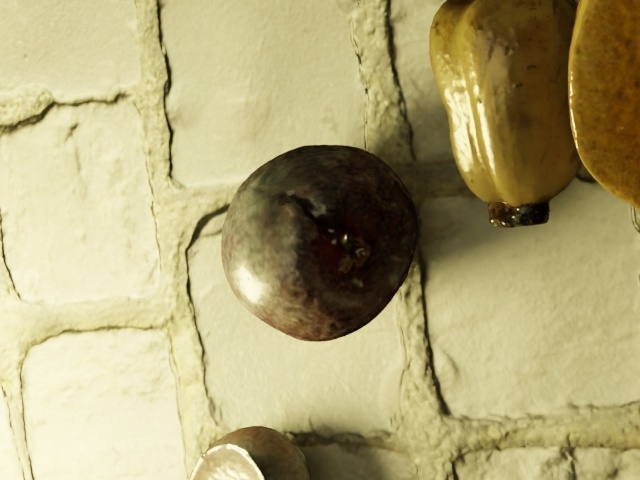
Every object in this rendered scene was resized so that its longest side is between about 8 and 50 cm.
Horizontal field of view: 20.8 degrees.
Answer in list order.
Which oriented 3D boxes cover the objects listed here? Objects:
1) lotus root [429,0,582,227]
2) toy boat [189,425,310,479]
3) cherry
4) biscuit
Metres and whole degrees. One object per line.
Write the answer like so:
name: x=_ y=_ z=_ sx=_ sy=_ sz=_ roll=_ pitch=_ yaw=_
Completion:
lotus root: x=0.170 y=-0.142 z=1.553 sx=0.154 sy=0.140 sz=0.256 roll=15 pitch=114 yaw=62
toy boat: x=-0.067 y=0.291 z=1.807 sx=0.155 sy=0.085 sz=0.227 roll=35 pitch=125 yaw=36
cherry: x=-0.006 y=-0.003 z=1.669 sx=0.195 sy=0.195 sz=0.195 roll=4 pitch=97 yaw=34
biscuit: x=0.352 y=-0.167 z=1.417 sx=0.287 sy=0.057 sz=0.343 roll=15 pitch=118 yaw=8
